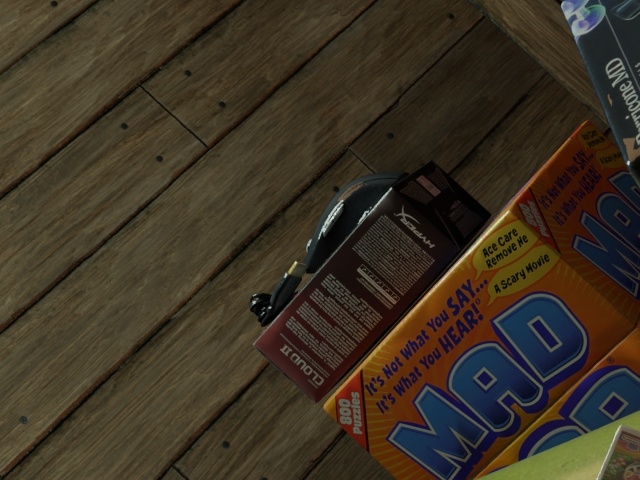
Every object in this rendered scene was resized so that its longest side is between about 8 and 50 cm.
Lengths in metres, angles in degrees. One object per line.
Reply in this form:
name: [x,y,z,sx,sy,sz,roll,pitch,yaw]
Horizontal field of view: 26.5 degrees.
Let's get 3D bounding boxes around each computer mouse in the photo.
computer mouse: [0.000,0.000,1.720,0.262,0.060,0.184,-49,-9,17]

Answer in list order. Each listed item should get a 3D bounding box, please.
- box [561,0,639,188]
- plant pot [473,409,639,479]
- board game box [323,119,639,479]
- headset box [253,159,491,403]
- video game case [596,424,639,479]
box: [0.462,-0.184,1.238,0.395,0.212,0.294,-33,34,19]
plant pot: [0.222,0.262,1.071,0.254,0.276,0.276,-36,1,23]
board game box: [0.296,0.141,1.626,0.356,0.356,0.356,-50,-5,31]
headset box: [0.058,0.056,1.653,0.293,0.110,0.218,-49,-5,19]
video game case: [0.227,0.200,0.952,0.011,0.087,0.122,39,-106,-56]
